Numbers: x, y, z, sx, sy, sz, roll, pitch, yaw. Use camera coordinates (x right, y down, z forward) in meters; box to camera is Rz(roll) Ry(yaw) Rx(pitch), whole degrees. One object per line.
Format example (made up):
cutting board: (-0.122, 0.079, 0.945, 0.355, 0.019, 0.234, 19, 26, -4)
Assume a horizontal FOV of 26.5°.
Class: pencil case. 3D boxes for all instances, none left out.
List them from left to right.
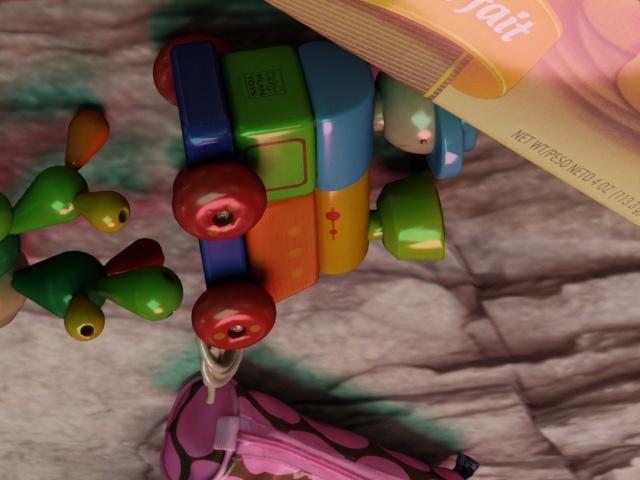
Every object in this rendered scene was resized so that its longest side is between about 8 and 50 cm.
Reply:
pencil case: (0.003, 0.156, 0.892, 0.209, 0.095, 0.098, 24, 173, -25)

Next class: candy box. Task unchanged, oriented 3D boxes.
candy box: (0.077, -0.142, 0.512, 0.316, 0.087, 0.183, 28, 135, -26)

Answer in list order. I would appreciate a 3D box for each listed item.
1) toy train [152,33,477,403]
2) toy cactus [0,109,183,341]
toy train: (0.000, 0.000, 0.699, 0.143, 0.105, 0.248, -9, 141, -5)
toy cactus: (-0.182, -0.001, 0.726, 0.219, 0.112, 0.180, 8, 160, -9)
